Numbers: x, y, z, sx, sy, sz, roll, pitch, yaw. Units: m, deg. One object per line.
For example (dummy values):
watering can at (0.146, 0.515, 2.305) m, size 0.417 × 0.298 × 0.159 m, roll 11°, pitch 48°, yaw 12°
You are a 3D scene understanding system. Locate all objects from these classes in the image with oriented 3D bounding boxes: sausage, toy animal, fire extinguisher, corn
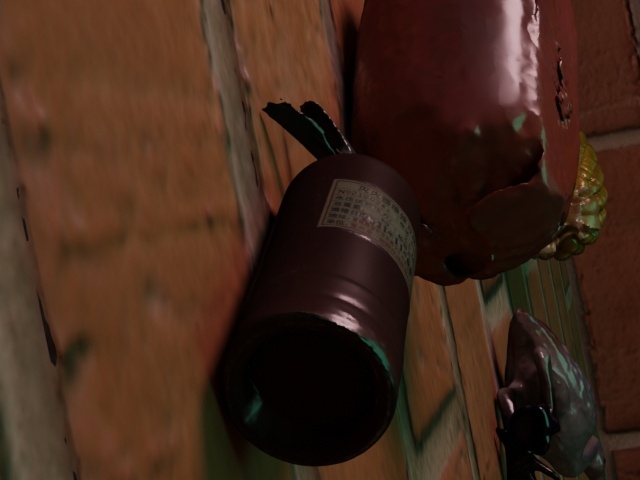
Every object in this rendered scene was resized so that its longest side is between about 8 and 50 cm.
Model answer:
sausage at (0.095, -0.100, 0.922) m, size 0.152 × 0.152 × 0.280 m, roll 63°, pitch 24°, yaw -50°
toy animal at (0.243, 0.189, 1.451) m, size 0.324 × 0.090 × 0.195 m, roll 34°, pitch 53°, yaw -60°
fire extinguisher at (0.000, 0.000, 0.631) m, size 0.099 × 0.071 × 0.231 m, roll 45°, pitch 24°, yaw -16°
corn at (0.298, -0.078, 1.787) m, size 0.387 × 0.144 × 0.144 m, roll -61°, pitch 139°, yaw -68°
